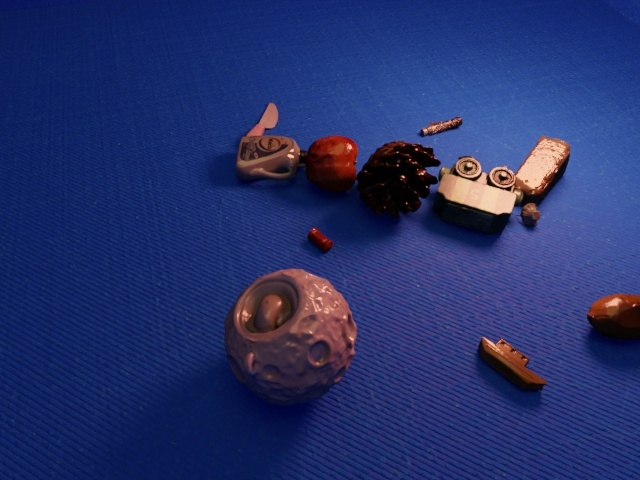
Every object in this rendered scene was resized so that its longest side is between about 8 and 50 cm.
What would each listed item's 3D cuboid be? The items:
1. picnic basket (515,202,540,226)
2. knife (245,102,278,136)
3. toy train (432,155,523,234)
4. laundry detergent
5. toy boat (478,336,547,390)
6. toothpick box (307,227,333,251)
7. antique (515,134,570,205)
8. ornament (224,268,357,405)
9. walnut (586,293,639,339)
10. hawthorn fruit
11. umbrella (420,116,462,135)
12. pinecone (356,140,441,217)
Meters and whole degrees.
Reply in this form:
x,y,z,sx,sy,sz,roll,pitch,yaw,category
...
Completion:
x,y,z,sx,sy,sz,roll,pitch,yaw,category
0.734,-0.091,1.815,0.065,0.083,0.083,-13,12,-5,picnic basket
-0.229,-0.484,2.140,0.081,0.043,0.336,16,47,4,knife
0.543,-0.154,1.806,0.299,0.167,0.238,20,61,16,toy train
-0.167,-0.303,1.938,0.280,0.105,0.215,4,48,-1,laundry detergent
0.528,0.339,1.427,0.077,0.057,0.200,-32,56,-34,toy boat
0.000,0.000,1.712,0.047,0.047,0.083,-34,58,-28,toothpick box
0.805,-0.243,1.916,0.125,0.150,0.284,30,62,28,antique
-0.073,0.249,1.313,0.337,0.337,0.337,1,48,-1,ornament
0.890,0.219,1.500,0.245,0.137,0.137,-4,49,-6,walnut
0.013,-0.276,1.864,0.243,0.207,0.207,-1,48,6,hawthorn fruit
0.502,-0.477,2.158,0.188,0.046,0.050,-19,59,-12,umbrella
0.264,-0.211,1.770,0.242,0.298,0.296,43,61,-14,pinecone
